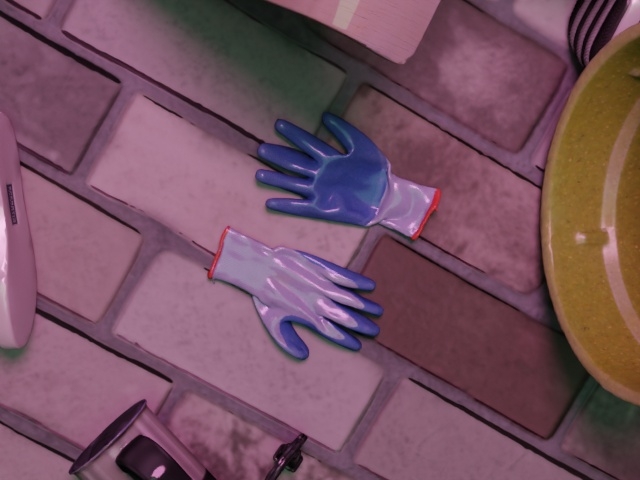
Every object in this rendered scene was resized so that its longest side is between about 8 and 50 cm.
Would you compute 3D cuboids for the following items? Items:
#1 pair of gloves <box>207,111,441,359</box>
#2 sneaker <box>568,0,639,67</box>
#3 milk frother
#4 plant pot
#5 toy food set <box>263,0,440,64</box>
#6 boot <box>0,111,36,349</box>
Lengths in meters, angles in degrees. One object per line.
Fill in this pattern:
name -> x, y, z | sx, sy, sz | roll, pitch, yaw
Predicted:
pair of gloves -> 0.000, 0.000, 0.803 | 0.159, 0.023, 0.198 | 25, 94, -6
sneaker -> 0.325, -0.239, 0.740 | 0.162, 0.106, 0.281 | 16, 126, -17
milk frother -> -0.102, 0.182, 0.791 | 0.135, 0.129, 0.143 | 49, 49, -8
plant pot -> 0.347, -0.017, 0.719 | 0.254, 0.276, 0.276 | 1, 97, -18
toy food set -> -0.011, -0.264, 0.660 | 0.092, 0.306, 0.220 | 20, 98, -49
boot -> -0.282, -0.005, 0.766 | 0.086, 0.069, 0.190 | -6, 89, 4
